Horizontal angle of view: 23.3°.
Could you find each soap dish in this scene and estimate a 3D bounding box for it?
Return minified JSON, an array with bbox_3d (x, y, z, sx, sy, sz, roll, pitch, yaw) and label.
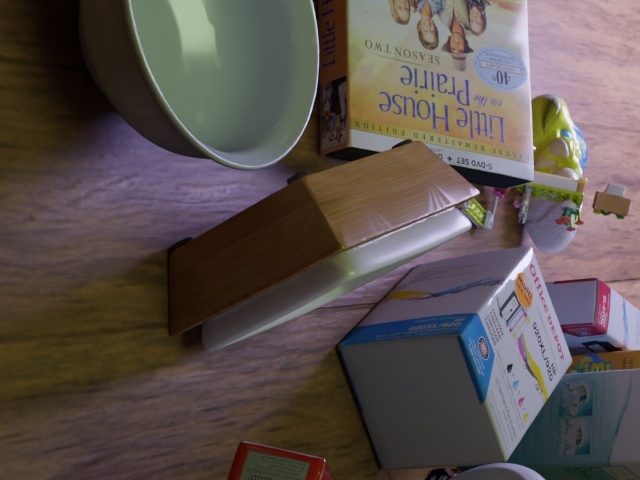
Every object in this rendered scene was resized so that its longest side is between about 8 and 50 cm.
[{"bbox_3d":[0.000,0.000,1.588,0.291,0.229,0.118,-21,84,-56],"label":"soap dish"}]

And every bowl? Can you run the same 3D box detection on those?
[{"bbox_3d":[-0.137,-0.205,1.496,0.298,0.134,0.297,16,70,-53],"label":"bowl"}]

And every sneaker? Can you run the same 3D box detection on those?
[{"bbox_3d":[0.352,-0.088,2.240,0.126,0.091,0.240,25,62,-52],"label":"sneaker"}]

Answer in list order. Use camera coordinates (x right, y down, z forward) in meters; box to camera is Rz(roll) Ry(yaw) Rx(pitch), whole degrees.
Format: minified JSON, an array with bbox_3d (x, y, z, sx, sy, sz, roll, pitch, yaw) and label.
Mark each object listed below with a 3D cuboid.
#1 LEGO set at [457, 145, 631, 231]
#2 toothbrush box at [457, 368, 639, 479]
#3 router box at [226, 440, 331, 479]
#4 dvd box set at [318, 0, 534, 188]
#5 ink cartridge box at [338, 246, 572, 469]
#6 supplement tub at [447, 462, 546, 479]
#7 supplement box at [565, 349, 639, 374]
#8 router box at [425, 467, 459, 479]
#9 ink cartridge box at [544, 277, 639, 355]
[{"bbox_3d":[0.277,-0.060,2.085,0.287,0.132,0.107,27,64,-25],"label":"LEGO set"},{"bbox_3d":[0.357,0.258,1.985,0.216,0.296,0.126,36,54,-48],"label":"toothbrush box"},{"bbox_3d":[-0.053,0.389,1.403,0.335,0.082,0.301,76,28,-58],"label":"router box"},{"bbox_3d":[0.130,-0.288,1.905,0.308,0.062,0.420,9,75,-37],"label":"dvd box set"},{"bbox_3d":[0.165,0.137,1.838,0.233,0.168,0.171,-43,118,-52],"label":"ink cartridge box"},{"bbox_3d":[0.231,0.409,1.793,0.272,0.191,0.191,58,40,-27],"label":"supplement tub"},{"bbox_3d":[0.419,0.199,2.146,0.080,0.233,0.078,31,58,-45],"label":"supplement box"},{"bbox_3d":[0.154,0.353,1.892,0.092,0.038,0.122,-49,122,-48],"label":"router box"},{"bbox_3d":[0.368,0.117,2.183,0.175,0.127,0.072,32,58,-49],"label":"ink cartridge box"}]
